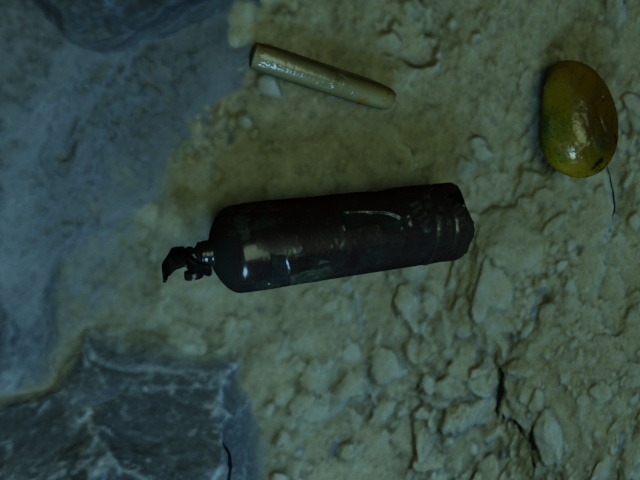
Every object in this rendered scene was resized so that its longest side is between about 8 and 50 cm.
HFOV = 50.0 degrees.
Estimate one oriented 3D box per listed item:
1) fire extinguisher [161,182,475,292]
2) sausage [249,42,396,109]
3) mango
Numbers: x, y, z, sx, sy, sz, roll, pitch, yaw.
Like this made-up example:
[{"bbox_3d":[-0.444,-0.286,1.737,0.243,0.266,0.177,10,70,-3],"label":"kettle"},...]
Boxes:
[{"bbox_3d":[0.000,0.000,0.554,0.268,0.089,0.072,-7,106,-22],"label":"fire extinguisher"},{"bbox_3d":[0.005,-0.133,0.565,0.132,0.024,0.024,12,96,-24],"label":"sausage"},{"bbox_3d":[0.244,-0.116,0.657,0.079,0.057,0.114,-21,100,-14],"label":"mango"}]
